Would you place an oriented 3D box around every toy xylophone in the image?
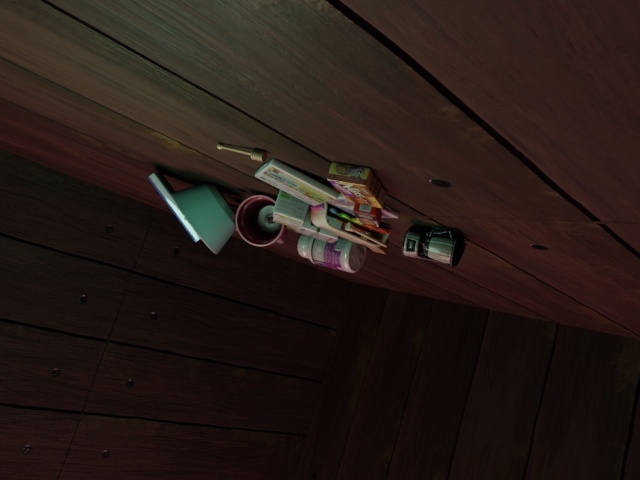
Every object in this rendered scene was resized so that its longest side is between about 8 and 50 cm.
[{"bbox_3d":[0.122,-0.049,1.762,0.323,0.081,0.236,22,174,-35],"label":"toy xylophone"}]

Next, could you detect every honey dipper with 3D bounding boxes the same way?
[{"bbox_3d":[-0.224,-0.252,1.355,0.161,0.030,0.030,18,173,22],"label":"honey dipper"}]

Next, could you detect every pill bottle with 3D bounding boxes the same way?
[{"bbox_3d":[0.047,0.043,2.252,0.302,0.169,0.169,11,170,36],"label":"pill bottle"}]

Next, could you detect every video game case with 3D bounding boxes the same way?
[{"bbox_3d":[-0.077,-0.175,1.497,0.227,0.026,0.206,26,169,-18],"label":"video game case"},{"bbox_3d":[0.125,-0.113,1.570,0.183,0.023,0.201,23,170,-34],"label":"video game case"}]

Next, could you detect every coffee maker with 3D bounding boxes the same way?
[{"bbox_3d":[0.378,0.022,1.615,0.178,0.120,0.171,14,172,27],"label":"coffee maker"}]

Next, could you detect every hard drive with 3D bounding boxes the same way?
[{"bbox_3d":[-0.603,-0.143,2.044,0.318,0.040,0.210,56,175,-12],"label":"hard drive"}]

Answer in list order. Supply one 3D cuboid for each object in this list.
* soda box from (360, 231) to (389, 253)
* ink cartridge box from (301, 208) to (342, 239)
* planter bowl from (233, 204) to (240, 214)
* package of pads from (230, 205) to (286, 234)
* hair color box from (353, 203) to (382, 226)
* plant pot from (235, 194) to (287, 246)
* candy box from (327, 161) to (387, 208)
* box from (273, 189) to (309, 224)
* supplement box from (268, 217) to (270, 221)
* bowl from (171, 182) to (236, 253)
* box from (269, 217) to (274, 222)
[{"bbox_3d":[0.228,0.005,2.018,0.061,0.058,0.181,13,171,28],"label":"soda box"},{"bbox_3d":[-0.027,-0.066,1.965,0.208,0.086,0.153,19,171,-8],"label":"ink cartridge box"},{"bbox_3d":[-0.338,-0.106,2.209,0.162,0.109,0.162,28,176,2],"label":"planter bowl"},{"bbox_3d":[-0.324,-0.077,2.445,0.297,0.101,0.229,16,172,3],"label":"package of pads"},{"bbox_3d":[0.147,-0.084,1.491,0.072,0.043,0.141,13,171,15],"label":"hair color box"},{"bbox_3d":[-0.221,-0.084,1.947,0.201,0.201,0.180,16,-173,7],"label":"plant pot"},{"bbox_3d":[0.102,-0.146,1.298,0.109,0.053,0.187,14,172,23],"label":"candy box"},{"bbox_3d":[-0.102,-0.116,1.730,0.114,0.103,0.203,18,172,-4],"label":"box"},{"bbox_3d":[-0.265,-0.116,2.128,0.056,0.083,0.083,12,171,30],"label":"supplement box"},{"bbox_3d":[-0.455,-0.113,2.007,0.311,0.163,0.311,55,176,6],"label":"bowl"},{"bbox_3d":[-0.236,-0.109,2.224,0.062,0.052,0.083,18,172,-5],"label":"box"}]
